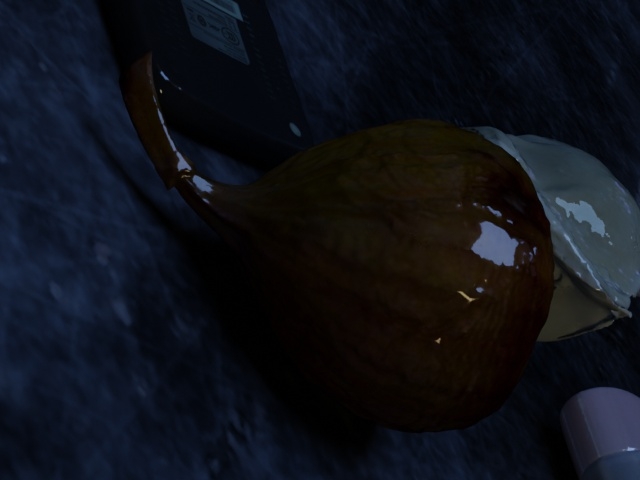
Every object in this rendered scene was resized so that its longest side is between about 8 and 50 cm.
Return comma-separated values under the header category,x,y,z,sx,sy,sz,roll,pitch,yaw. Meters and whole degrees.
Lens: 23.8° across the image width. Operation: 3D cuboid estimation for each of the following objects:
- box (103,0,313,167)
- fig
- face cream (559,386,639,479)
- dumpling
category,x,y,z,sx,sy,sz,roll,pitch,yaw
box,-0.058,-0.099,0.755,0.126,0.027,0.125,23,40,-51
fig,0.000,0.000,0.651,0.201,0.134,0.146,19,8,-23
face cream,0.189,0.175,0.827,0.084,0.057,0.198,33,32,-43
dumpling,0.115,-0.010,0.874,0.136,0.118,0.199,40,-2,-10
